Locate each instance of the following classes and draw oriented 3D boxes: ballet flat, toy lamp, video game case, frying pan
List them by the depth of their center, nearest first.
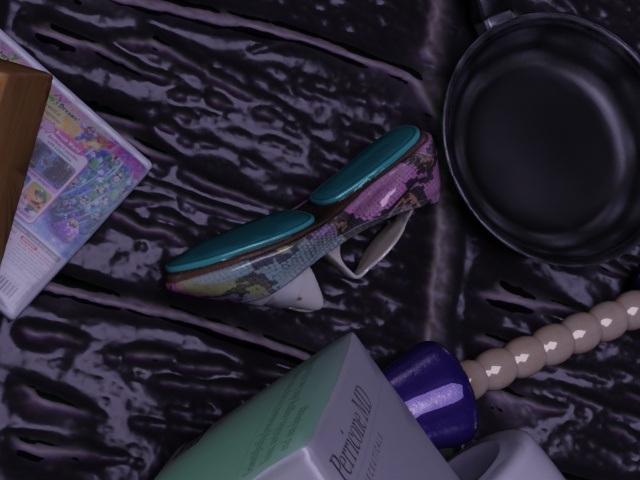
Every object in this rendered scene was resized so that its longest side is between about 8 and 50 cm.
[{"bbox_3d":[-0.215,-0.050,0.831,0.157,0.019,0.143,42,70,-7],"label":"video game case"},{"bbox_3d":[0.000,0.000,0.874,0.221,0.077,0.079,-32,111,-21],"label":"ballet flat"},{"bbox_3d":[0.152,0.083,0.903,0.275,0.080,0.080,-18,87,-21],"label":"toy lamp"},{"bbox_3d":[0.132,-0.119,0.945,0.326,0.053,0.197,43,70,-5],"label":"frying pan"}]

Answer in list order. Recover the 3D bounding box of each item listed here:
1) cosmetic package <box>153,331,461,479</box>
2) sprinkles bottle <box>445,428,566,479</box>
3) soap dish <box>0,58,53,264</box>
[{"bbox_3d":[0.058,0.264,0.697,0.156,0.217,0.385,-34,97,12],"label":"cosmetic package"},{"bbox_3d":[0.196,0.299,0.855,0.121,0.121,0.355,-39,94,-21],"label":"sprinkles bottle"},{"bbox_3d":[-0.303,0.001,0.725,0.229,0.118,0.290,16,81,-12],"label":"soap dish"}]
